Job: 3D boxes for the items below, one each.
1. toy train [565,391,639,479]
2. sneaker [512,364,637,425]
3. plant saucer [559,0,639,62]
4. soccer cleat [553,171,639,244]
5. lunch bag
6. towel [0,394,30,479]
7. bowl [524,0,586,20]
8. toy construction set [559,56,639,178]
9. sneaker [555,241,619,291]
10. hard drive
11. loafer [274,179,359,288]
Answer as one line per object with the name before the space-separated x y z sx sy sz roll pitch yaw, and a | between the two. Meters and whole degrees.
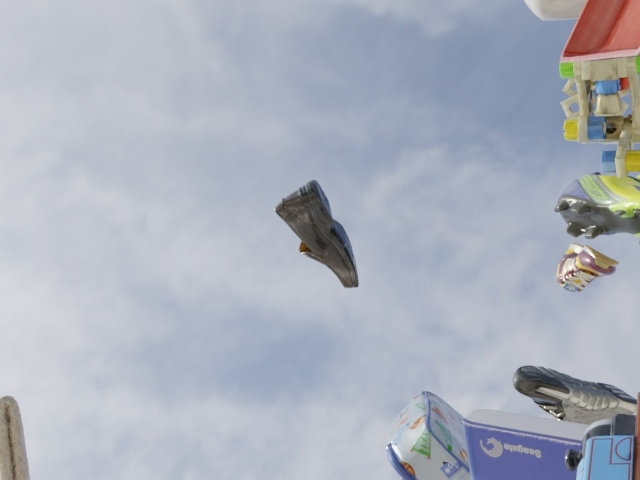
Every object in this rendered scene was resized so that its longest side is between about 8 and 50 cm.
toy train | 0.194 0.164 0.506 0.105 0.184 0.080 -6 -63 24
sneaker | 0.358 0.266 1.246 0.228 0.086 0.132 17 -79 -25
plant saucer | 0.274 -0.244 0.622 0.047 0.258 0.259 23 -79 0
soccer cleat | 0.439 -0.049 1.140 0.121 0.289 0.093 -42 -65 -16
lunch bag | 0.227 0.385 1.442 0.243 0.303 0.115 45 -81 2
towel | -0.470 0.389 1.319 0.049 0.282 0.187 -5 -18 -24
bowl | 0.305 -0.320 1.058 0.142 0.142 0.053 -7 -43 -7
toy construction set | 0.423 -0.226 1.234 0.151 0.328 0.215 -4 -75 16
sneaker | 0.460 0.056 1.495 0.069 0.185 0.084 29 -86 3
hard drive | 0.267 0.342 0.896 0.210 0.040 0.319 1 -73 41
loafer | 0.000 0.000 1.090 0.061 0.062 0.170 -23 -58 10
